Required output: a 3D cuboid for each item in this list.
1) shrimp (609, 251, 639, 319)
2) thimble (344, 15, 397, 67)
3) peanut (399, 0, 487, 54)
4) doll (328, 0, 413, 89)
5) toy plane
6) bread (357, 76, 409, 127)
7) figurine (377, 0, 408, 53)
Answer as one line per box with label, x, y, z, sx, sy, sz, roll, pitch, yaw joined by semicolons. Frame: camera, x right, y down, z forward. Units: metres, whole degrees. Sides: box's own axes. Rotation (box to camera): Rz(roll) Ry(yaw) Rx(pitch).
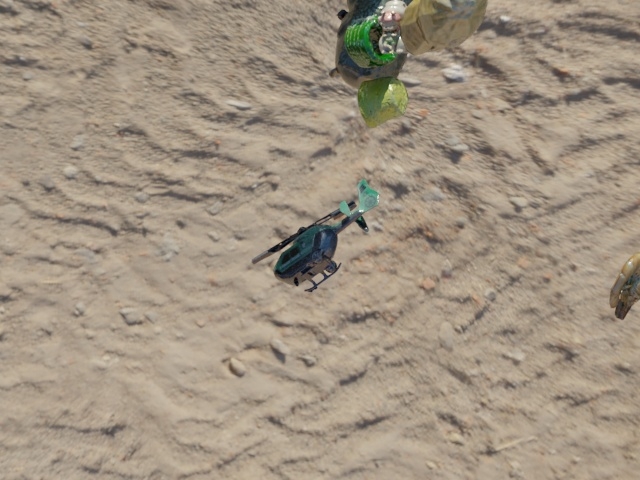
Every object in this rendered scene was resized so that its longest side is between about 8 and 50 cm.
shrimp;0.559;0.094;1.208;0.045;0.095;0.163;25;132;31
thimble;0.125;-0.486;1.625;0.118;0.090;0.130;-55;128;-22
peanut;0.234;-0.432;1.282;0.130;0.290;0.130;-1;95;-9
doll;0.154;-0.609;1.893;0.247;0.247;0.350;22;109;-2
toy plane;0.000;0.000;1.692;0.381;0.155;0.106;-38;140;15
bread;0.158;-0.366;1.714;0.114;0.129;0.111;-10;132;27
figurine;0.169;-0.485;1.450;0.081;0.098;0.146;-1;107;-1
